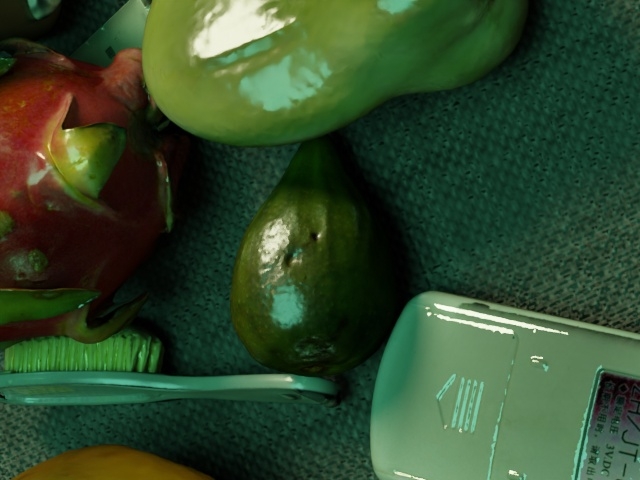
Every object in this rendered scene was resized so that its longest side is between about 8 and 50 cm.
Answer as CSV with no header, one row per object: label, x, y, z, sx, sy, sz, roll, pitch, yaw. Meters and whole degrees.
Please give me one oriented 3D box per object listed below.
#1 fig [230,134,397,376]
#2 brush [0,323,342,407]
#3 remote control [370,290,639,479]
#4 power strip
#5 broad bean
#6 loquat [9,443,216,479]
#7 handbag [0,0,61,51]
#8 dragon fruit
fig,0.000,0.000,1.305,0.117,0.117,0.178,2,78,31
brush,-0.115,0.087,1.413,0.296,0.068,0.060,-1,72,27
remote control,0.164,0.121,1.228,0.296,0.056,0.140,11,87,34
power strip,-0.145,-0.139,1.427,0.090,0.016,0.040,-39,74,27
broad bean,-0.004,-0.156,1.263,0.263,0.121,0.189,-13,67,21
loquat,-0.152,0.269,1.316,0.276,0.284,0.276,7,102,35
handbag,-0.298,-0.192,1.358,0.283,0.302,0.149,-12,90,26
dragon fruit,-0.203,-0.031,1.364,0.227,0.224,0.224,-8,90,4
